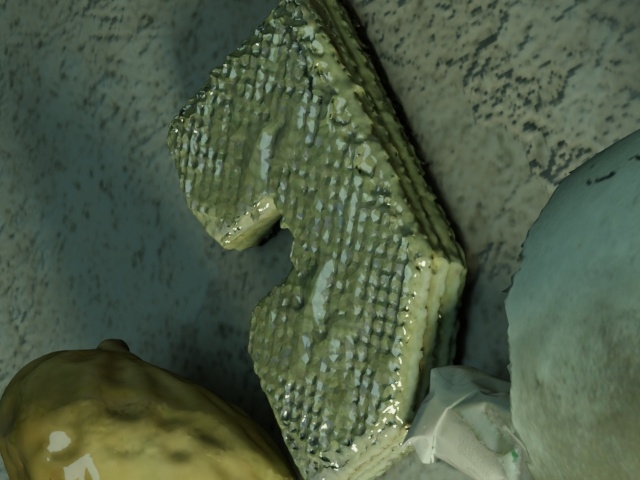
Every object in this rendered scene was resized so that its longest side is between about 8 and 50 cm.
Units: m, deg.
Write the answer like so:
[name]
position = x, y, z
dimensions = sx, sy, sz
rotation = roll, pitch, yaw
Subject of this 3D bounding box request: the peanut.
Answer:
[peanut]
position = -0.076, 0.186, 1.054
dimensions = 0.159, 0.143, 0.291
rotation = -26, 76, 33

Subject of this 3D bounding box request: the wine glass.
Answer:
[wine glass]
position = 0.238, 0.040, 0.680
dimensions = 0.323, 0.238, 0.238
rotation = 2, 91, 47

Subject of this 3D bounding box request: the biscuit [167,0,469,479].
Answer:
[biscuit]
position = 0.000, 0.000, 1.043
dimensions = 0.147, 0.046, 0.250
rotation = -41, 62, 37

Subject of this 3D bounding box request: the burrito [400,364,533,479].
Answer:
[burrito]
position = 0.122, 0.111, 0.912
dimensions = 0.203, 0.064, 0.064
rotation = 22, 105, 45
